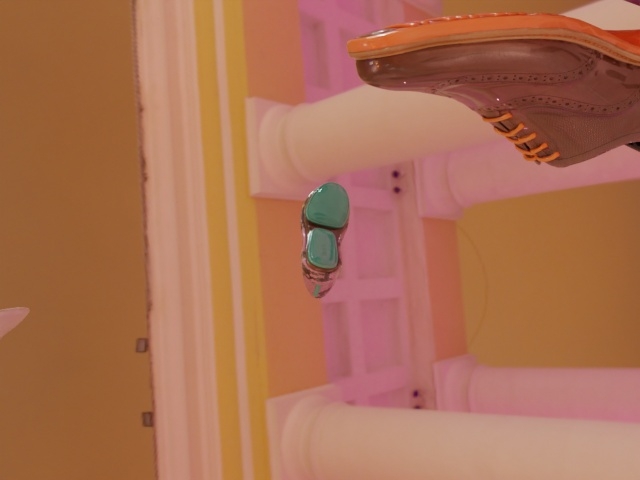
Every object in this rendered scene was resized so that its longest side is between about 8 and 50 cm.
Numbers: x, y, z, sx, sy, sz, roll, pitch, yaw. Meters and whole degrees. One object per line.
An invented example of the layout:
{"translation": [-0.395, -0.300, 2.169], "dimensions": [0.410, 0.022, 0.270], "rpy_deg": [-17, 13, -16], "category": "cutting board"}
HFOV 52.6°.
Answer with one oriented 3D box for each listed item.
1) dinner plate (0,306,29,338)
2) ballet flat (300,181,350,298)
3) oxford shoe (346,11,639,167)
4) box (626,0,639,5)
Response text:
{"translation": [-0.284, 0.080, 0.473], "dimensions": [0.141, 0.141, 0.017], "rpy_deg": [-15, -99, -50], "category": "dinner plate"}
{"translation": [0.000, 0.000, 0.965], "dimensions": [0.077, 0.079, 0.221], "rpy_deg": [15, -142, -7], "category": "ballet flat"}
{"translation": [0.198, -0.130, 0.587], "dimensions": [0.364, 0.130, 0.132], "rpy_deg": [1, -75, -14], "category": "oxford shoe"}
{"translation": [0.222, -0.313, 0.547], "dimensions": [0.057, 0.293, 0.201], "rpy_deg": [-49, -29, -6], "category": "box"}
